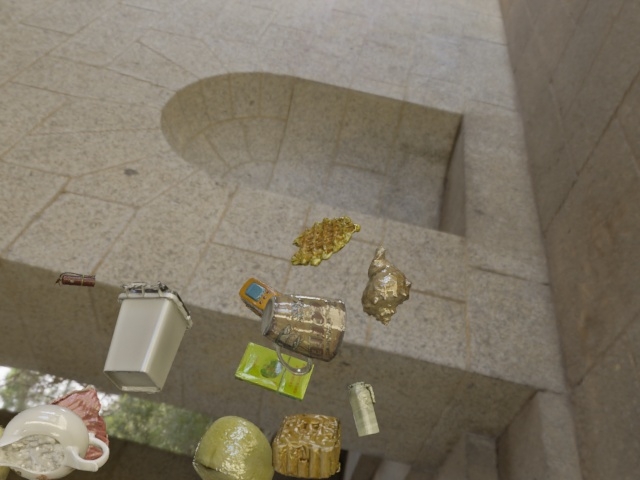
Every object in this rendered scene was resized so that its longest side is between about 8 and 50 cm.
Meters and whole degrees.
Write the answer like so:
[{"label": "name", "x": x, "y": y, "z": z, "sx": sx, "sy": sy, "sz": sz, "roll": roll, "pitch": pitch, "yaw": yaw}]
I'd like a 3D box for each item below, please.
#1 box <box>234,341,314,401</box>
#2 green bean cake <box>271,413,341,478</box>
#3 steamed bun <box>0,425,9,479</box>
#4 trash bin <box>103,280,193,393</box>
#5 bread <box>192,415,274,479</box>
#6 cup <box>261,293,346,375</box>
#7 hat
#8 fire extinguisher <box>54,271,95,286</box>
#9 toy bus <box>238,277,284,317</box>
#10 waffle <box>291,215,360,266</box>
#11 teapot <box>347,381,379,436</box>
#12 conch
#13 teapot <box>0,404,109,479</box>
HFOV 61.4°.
[{"label": "box", "x": -0.216, "y": 0.620, "z": 2.547, "sx": 0.047, "sy": 0.335, "sz": 0.187, "roll": 104, "pitch": -174, "yaw": -54}, {"label": "green bean cake", "x": -0.039, "y": 0.686, "z": 1.824, "sx": 0.229, "sy": 0.224, "sz": 0.131, "roll": -57, "pitch": -33, "yaw": -76}, {"label": "steamed bun", "x": -1.205, "y": 0.803, "z": 1.948, "sx": 0.232, "sy": 0.166, "sz": 0.272, "roll": -50, "pitch": 38, "yaw": 36}, {"label": "trash bin", "x": -0.674, "y": 0.369, "z": 2.067, "sx": 0.296, "sy": 0.256, "sz": 0.367, "roll": 80, "pitch": -166, "yaw": -49}, {"label": "bread", "x": -0.325, "y": 0.830, "z": 2.053, "sx": 0.237, "sy": 0.321, "sz": 0.320, "roll": -47, "pitch": -21, "yaw": -37}, {"label": "cup", "x": -0.080, "y": 0.324, "z": 1.881, "sx": 0.227, "sy": 0.257, "sz": 0.301, "roll": -126, "pitch": 52, "yaw": -72}, {"label": "hat", "x": -0.806, "y": 0.594, "z": 1.645, "sx": 0.107, "sy": 0.286, "sz": 0.236, "roll": -28, "pitch": 76, "yaw": 46}, {"label": "fire extinguisher", "x": -0.885, "y": 0.145, "z": 1.944, "sx": 0.039, "sy": 0.132, "sz": 0.056, "roll": 22, "pitch": 102, "yaw": 64}, {"label": "toy bus", "x": -0.230, "y": 0.237, "z": 2.172, "sx": 0.126, "sy": 0.210, "sz": 0.136, "roll": -52, "pitch": -40, "yaw": -15}, {"label": "waffle", "x": 0.001, "y": 0.002, "z": 1.922, "sx": 0.051, "sy": 0.291, "sz": 0.291, "roll": 59, "pitch": -156, "yaw": -25}, {"label": "teapot", "x": 0.179, "y": 0.657, "z": 2.116, "sx": 0.077, "sy": 0.107, "sz": 0.200, "roll": -40, "pitch": 58, "yaw": 51}, {"label": "conch", "x": 0.273, "y": 0.194, "z": 2.191, "sx": 0.263, "sy": 0.186, "sz": 0.324, "roll": 86, "pitch": -161, "yaw": -66}, {"label": "teapot", "x": -0.692, "y": 0.523, "z": 1.373, "sx": 0.139, "sy": 0.298, "sz": 0.204, "roll": -126, "pitch": 41, "yaw": -75}]
